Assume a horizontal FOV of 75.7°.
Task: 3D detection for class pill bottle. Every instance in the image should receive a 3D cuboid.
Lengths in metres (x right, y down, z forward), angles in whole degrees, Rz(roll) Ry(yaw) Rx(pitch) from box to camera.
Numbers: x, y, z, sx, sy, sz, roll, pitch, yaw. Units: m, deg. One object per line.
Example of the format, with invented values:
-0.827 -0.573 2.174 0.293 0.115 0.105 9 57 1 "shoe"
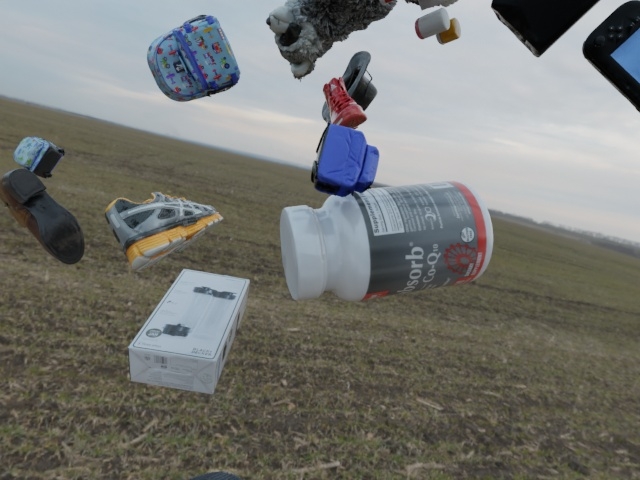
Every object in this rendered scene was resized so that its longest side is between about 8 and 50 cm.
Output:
0.116 0.004 0.790 0.364 0.210 0.210 -7 15 -14 "pill bottle"

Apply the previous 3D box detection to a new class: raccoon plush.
0.094 -0.537 1.034 0.447 0.299 0.216 14 54 -8 "raccoon plush"

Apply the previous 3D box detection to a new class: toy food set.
0.174 -0.469 0.772 0.105 0.232 0.111 -5 37 40 "toy food set"

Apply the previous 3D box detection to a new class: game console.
0.458 -0.333 0.625 0.361 0.213 0.044 46 22 2 "game console"

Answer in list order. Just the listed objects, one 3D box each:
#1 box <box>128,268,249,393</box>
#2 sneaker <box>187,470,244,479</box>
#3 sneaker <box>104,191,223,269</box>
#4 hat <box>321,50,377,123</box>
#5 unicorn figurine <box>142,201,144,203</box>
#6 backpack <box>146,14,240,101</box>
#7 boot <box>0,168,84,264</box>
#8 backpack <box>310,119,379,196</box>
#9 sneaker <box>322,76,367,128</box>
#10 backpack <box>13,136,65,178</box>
-0.266 0.180 0.891 0.169 0.087 0.290 9 27 -2 "box"
-0.087 0.381 0.473 0.112 0.130 0.319 -4 -6 -32 "sneaker"
-0.206 -0.030 0.567 0.083 0.084 0.215 51 11 -3 "sneaker"
0.139 -0.565 1.593 0.134 0.331 0.331 25 5 -20 "hat"
-0.453 -0.062 1.166 0.162 0.060 0.111 3 21 7 "unicorn figurine"
-0.280 -0.386 0.891 0.174 0.158 0.117 -24 24 -11 "backpack"
-0.757 -0.048 1.079 0.281 0.264 0.096 -5 35 42 "boot"
0.035 -0.115 0.660 0.101 0.097 0.120 20 -7 -5 "backpack"
0.040 -0.313 0.944 0.087 0.127 0.221 -24 9 -1 "sneaker"
-0.815 -0.246 1.179 0.114 0.104 0.084 24 -6 31 "backpack"
